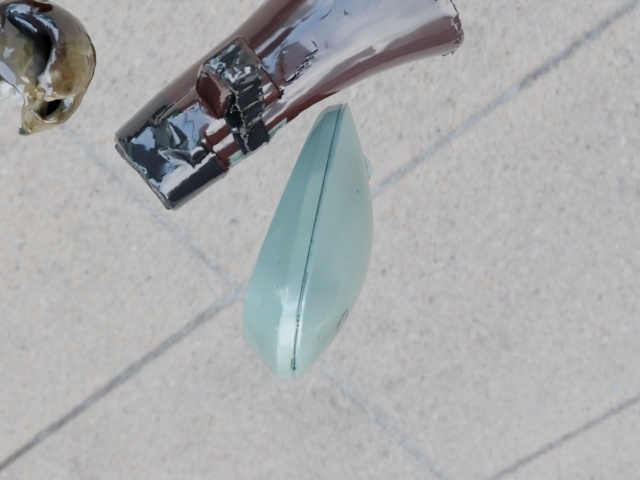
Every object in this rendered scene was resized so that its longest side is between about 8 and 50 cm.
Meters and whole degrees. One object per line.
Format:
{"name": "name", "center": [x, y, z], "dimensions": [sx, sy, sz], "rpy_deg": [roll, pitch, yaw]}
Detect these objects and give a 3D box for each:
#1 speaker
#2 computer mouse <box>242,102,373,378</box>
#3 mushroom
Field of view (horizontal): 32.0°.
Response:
{"name": "speaker", "center": [-0.024, -0.154, 1.025], "dimensions": [0.329, 0.259, 0.198], "rpy_deg": [-43, 118, -10]}
{"name": "computer mouse", "center": [0.006, 0.002, 1.099], "dimensions": [0.097, 0.288, 0.159], "rpy_deg": [15, 147, 11]}
{"name": "mushroom", "center": [-0.178, -0.039, 0.513], "dimensions": [0.060, 0.061, 0.187], "rpy_deg": [47, 76, -14]}
